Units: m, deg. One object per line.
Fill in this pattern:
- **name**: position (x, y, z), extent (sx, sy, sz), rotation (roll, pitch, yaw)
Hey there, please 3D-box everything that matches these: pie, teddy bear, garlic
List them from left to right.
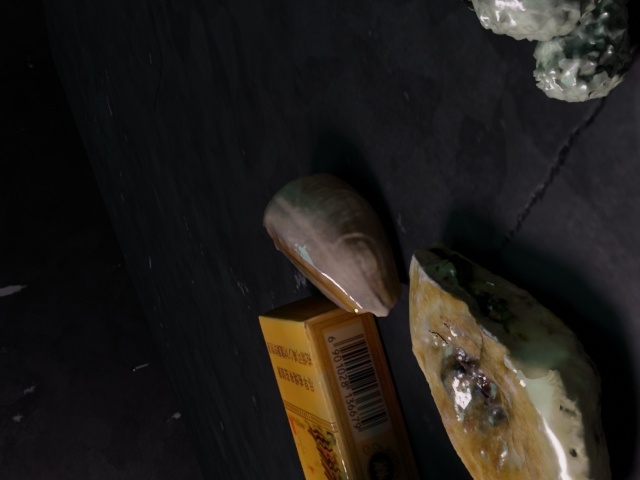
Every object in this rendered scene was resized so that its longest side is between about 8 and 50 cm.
- **garlic**: position (-0.001, -0.009, 0.751), extent (0.195, 0.087, 0.101), rotation (34, 151, 57)
- **teddy bear**: position (0.066, -0.166, 0.375), extent (0.213, 0.111, 0.133), rotation (44, -171, 23)
- **pie**: position (0.121, 0.106, 0.556), extent (0.218, 0.052, 0.185), rotation (-139, 31, -60)

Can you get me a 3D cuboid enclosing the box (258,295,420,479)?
- **box**: position (0.025, 0.199, 0.865), extent (0.174, 0.076, 0.274), rotation (172, 82, -72)
